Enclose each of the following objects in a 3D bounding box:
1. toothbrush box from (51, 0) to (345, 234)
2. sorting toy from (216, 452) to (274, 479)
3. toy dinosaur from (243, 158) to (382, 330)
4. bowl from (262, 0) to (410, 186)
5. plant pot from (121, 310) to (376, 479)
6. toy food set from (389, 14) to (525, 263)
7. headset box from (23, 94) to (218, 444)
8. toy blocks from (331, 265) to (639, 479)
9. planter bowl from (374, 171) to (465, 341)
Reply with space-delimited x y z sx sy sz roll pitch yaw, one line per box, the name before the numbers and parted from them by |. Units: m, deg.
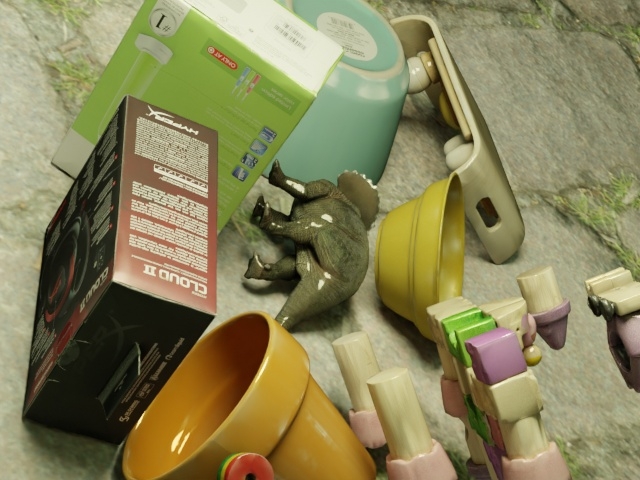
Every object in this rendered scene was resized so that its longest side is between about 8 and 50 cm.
toothbrush box | -0.139 -0.148 1.616 0.206 0.283 0.122 34 36 -4
sorting toy | -0.097 0.319 1.228 0.132 0.046 0.274 3 83 -29
toy dinosaur | 0.000 0.000 1.713 0.160 0.121 0.313 16 37 -11
bowl | -0.007 -0.224 1.910 0.311 0.163 0.311 22 39 -19
plant pot | -0.055 0.205 1.405 0.188 0.205 0.205 43 34 -21
toy food set | 0.179 -0.139 1.986 0.220 0.092 0.306 54 17 -50
headset box | -0.194 0.039 1.426 0.110 0.218 0.293 21 39 -22
toy blocks | 0.202 0.196 1.495 0.288 0.309 0.260 -146 -143 -81
planter bowl | 0.118 0.023 1.771 0.090 0.217 0.217 3 35 14
